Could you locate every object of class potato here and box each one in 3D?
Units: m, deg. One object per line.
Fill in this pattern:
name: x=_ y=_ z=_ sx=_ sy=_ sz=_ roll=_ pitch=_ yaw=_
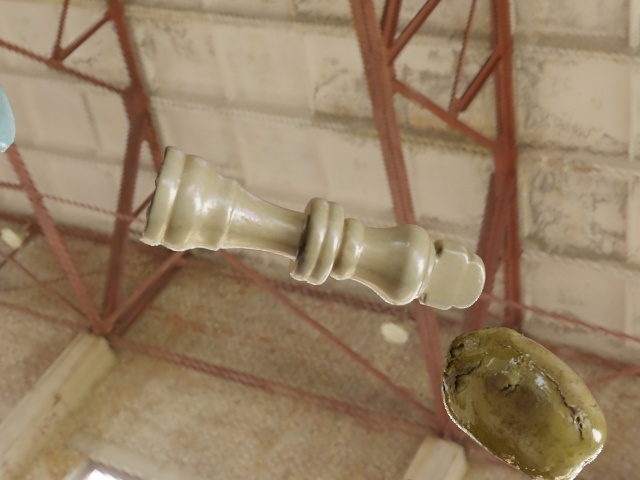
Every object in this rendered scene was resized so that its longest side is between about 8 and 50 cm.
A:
potato: x=0.172 y=0.141 z=0.944 sx=0.170 sy=0.080 sz=0.107 roll=43 pitch=-62 yaw=36

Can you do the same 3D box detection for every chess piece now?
chess piece: x=0.000 y=0.000 z=1.234 sx=0.397 sy=0.117 sz=0.117 roll=16 pitch=-35 yaw=-8

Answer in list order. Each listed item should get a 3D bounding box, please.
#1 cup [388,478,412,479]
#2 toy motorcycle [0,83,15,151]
cup: x=0.080 y=0.327 z=1.007 sx=0.255 sy=0.202 sz=0.173 roll=-17 pitch=-18 yaw=24
toy motorcycle: x=-0.237 y=-0.025 z=0.362 sx=0.206 sy=0.260 sz=0.154 roll=-44 pitch=-121 yaw=38
